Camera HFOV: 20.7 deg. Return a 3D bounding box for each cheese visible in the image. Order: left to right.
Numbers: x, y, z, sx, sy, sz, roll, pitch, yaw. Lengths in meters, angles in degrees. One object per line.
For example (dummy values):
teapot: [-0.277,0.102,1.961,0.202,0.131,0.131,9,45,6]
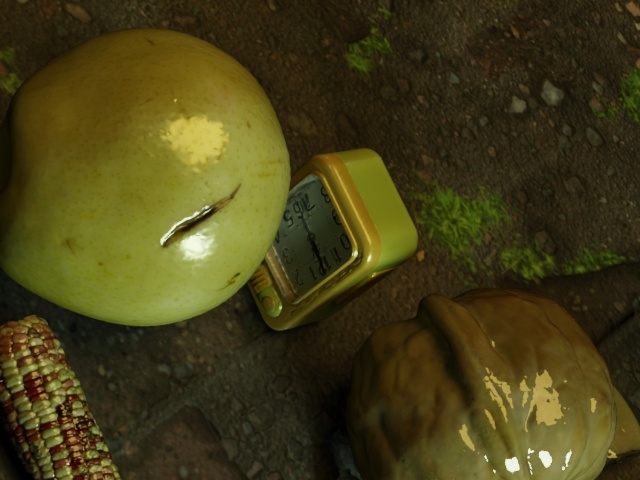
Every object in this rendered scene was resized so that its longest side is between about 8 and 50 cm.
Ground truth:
cheese: [0.341,0.189,2.192,0.097,0.037,0.192,-4,66,-42]

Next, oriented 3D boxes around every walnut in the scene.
walnut: [0.171,0.185,1.894,0.296,0.285,0.285,-21,73,-11]

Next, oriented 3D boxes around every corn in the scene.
corn: [-0.253,0.191,1.681,0.086,0.086,0.253,-17,76,-44]

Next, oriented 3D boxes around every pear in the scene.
pear: [-0.188,-0.063,1.760,0.309,0.309,0.309,21,51,-27]

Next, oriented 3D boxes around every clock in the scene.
clock: [0.000,0.000,1.926,0.096,0.202,0.143,-9,68,-44]

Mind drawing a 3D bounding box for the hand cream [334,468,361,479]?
hand cream: [0.034,0.324,1.865,0.057,0.037,0.165,9,63,-34]
